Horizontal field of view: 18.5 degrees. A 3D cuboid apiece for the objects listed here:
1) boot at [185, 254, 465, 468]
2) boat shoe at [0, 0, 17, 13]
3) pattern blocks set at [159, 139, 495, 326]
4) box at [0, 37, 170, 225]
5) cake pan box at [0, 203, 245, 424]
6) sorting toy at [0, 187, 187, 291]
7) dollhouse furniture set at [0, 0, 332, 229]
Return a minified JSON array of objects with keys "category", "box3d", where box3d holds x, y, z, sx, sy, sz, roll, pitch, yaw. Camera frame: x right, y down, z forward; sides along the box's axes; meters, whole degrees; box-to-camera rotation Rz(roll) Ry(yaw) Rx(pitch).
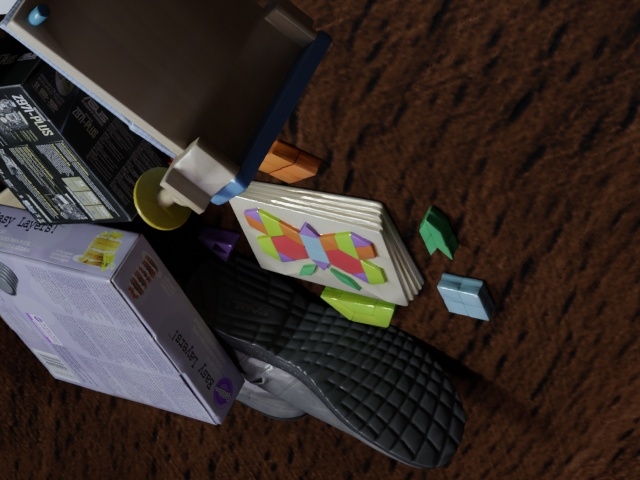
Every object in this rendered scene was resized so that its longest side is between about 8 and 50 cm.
[{"category":"boot","box3d":[-0.004,0.148,2.112,0.338,0.118,0.223,35,158,8]},{"category":"boat shoe","box3d":[-0.286,-0.274,1.527,0.306,0.113,0.105,41,158,43]},{"category":"pattern blocks set","box3d":[0.000,0.000,1.906,0.324,0.026,0.285,5,147,37]},{"category":"box","box3d":[-0.257,-0.104,1.875,0.147,0.077,0.180,-2,135,46]},{"category":"cake pan box","box3d":[-0.231,0.077,2.036,0.245,0.070,0.267,12,148,38]},{"category":"sorting toy","box3d":[-0.304,-0.020,2.148,0.307,0.041,0.229,36,157,-16]},{"category":"dollhouse furniture set","box3d":[-0.152,-0.187,1.386,0.286,0.303,0.198,35,152,-17]}]
